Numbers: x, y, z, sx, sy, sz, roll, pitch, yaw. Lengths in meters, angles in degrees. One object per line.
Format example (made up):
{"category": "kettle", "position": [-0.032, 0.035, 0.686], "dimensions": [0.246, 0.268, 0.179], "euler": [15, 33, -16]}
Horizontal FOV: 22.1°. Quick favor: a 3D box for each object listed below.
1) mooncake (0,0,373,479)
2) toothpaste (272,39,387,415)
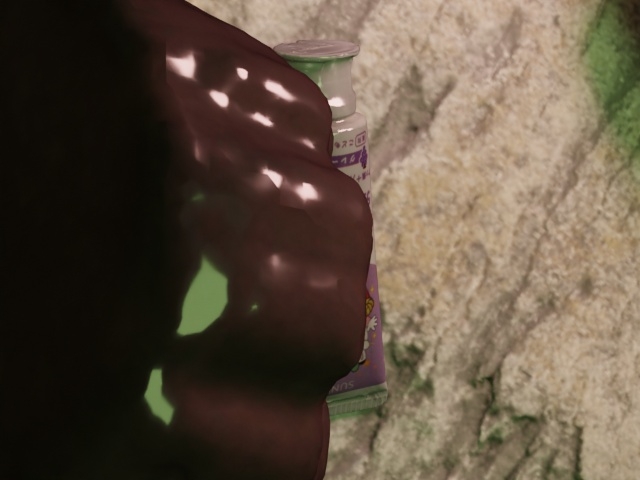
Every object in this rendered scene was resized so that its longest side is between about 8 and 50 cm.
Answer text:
{"category": "mooncake", "position": [-0.132, 0.032, 1.037], "dimensions": [0.212, 0.350, 0.381], "euler": [14, 99, -39]}
{"category": "toothpaste", "position": [0.000, 0.000, 1.251], "dimensions": [0.114, 0.073, 0.299], "euler": [-11, 110, -27]}
